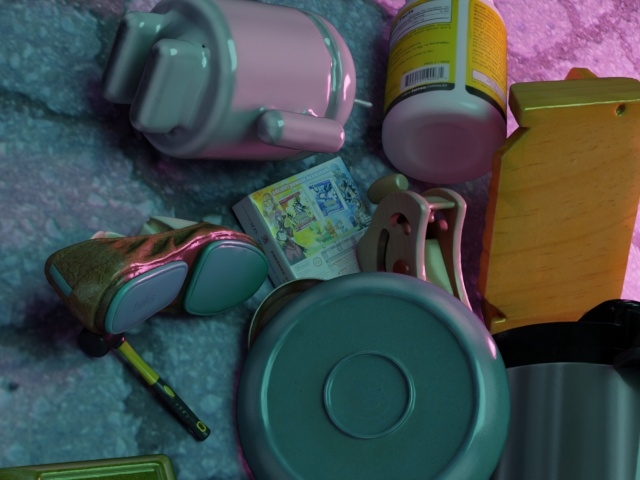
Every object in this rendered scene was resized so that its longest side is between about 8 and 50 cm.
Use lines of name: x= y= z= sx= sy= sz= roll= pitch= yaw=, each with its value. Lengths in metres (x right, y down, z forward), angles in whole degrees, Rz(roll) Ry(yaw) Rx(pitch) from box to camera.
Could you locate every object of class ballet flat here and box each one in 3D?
ballet flat: x=-0.181 y=0.027 z=1.247 sx=0.124 sy=0.116 sz=0.342 roll=32 pitch=20 yaw=19

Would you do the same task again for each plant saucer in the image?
plant saucer: x=0.055 y=0.178 z=1.276 sx=0.044 sy=0.317 sz=0.318 roll=68 pitch=11 yaw=-67
plant saucer: x=-0.202 y=0.282 z=1.065 sx=0.188 sy=0.045 sz=0.188 roll=1 pitch=51 yaw=-30
plant saucer: x=-0.012 y=0.130 z=1.381 sx=0.168 sy=0.029 sz=0.169 roll=4 pitch=78 yaw=-21

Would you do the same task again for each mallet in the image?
mallet: x=-0.191 y=0.154 z=1.228 sx=0.190 sy=0.039 sz=0.062 roll=55 pitch=39 yaw=-10

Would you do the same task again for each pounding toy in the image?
pounding toy: x=0.154 y=0.015 z=1.472 sx=0.154 sy=0.154 sz=0.270 roll=-6 pitch=68 yaw=-36

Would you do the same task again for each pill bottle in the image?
pill bottle: x=0.197 y=-0.267 z=1.749 sx=0.188 sy=0.188 sz=0.334 roll=30 pitch=48 yaw=-28

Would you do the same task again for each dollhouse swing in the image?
dollhouse swing: x=0.325 y=-0.089 z=1.720 sx=0.315 sy=0.347 sz=0.305 roll=-6 pitch=26 yaw=-21

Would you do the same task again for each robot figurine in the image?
robot figurine: x=-0.097 y=-0.200 z=1.410 sx=0.353 sy=0.200 sz=0.300 roll=-2 pitch=39 yaw=-44

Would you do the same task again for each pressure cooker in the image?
pressure cooker: x=0.330 y=0.288 z=1.386 sx=0.375 sy=0.369 sz=0.421 roll=40 pitch=50 yaw=-42

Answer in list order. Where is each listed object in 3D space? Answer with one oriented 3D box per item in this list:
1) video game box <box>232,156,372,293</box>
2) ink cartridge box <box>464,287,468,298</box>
video game box: x=0.000 y=0.000 z=1.498 sx=0.205 sy=0.048 sz=0.187 roll=-26 pitch=89 yaw=-49
ink cartridge box: x=0.163 y=0.077 z=1.583 sx=0.028 sy=0.083 sz=0.048 roll=-2 pitch=67 yaw=-45
